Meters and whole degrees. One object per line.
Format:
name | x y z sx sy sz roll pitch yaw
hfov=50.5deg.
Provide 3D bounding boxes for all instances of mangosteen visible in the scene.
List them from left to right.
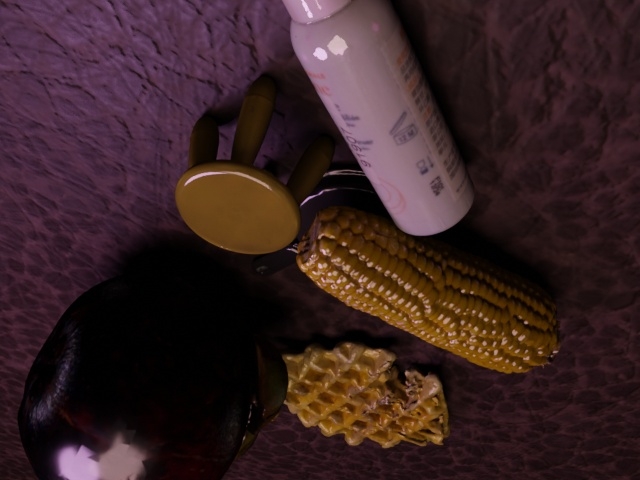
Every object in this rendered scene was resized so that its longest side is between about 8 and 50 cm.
mangosteen | -0.202 0.194 0.820 0.300 0.300 0.300 9 141 7

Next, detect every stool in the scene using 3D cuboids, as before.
stool | -0.060 -0.061 0.606 0.135 0.110 0.134 10 142 5

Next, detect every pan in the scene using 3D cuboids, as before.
pan | 0.000 0.000 0.725 0.136 0.028 0.235 34 138 -26

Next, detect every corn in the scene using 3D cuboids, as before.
corn | 0.116 0.049 0.668 0.305 0.106 0.106 25 141 -26

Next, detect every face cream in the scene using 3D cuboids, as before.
face cream | 0.043 -0.117 0.531 0.082 0.082 0.269 -11 134 28

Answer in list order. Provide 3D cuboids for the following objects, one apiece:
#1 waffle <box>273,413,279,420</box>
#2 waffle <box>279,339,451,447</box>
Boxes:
waffle | -0.140 0.232 1.042 0.191 0.038 0.191 10 142 8
waffle | 0.055 0.219 0.954 0.250 0.056 0.261 -1 141 20
